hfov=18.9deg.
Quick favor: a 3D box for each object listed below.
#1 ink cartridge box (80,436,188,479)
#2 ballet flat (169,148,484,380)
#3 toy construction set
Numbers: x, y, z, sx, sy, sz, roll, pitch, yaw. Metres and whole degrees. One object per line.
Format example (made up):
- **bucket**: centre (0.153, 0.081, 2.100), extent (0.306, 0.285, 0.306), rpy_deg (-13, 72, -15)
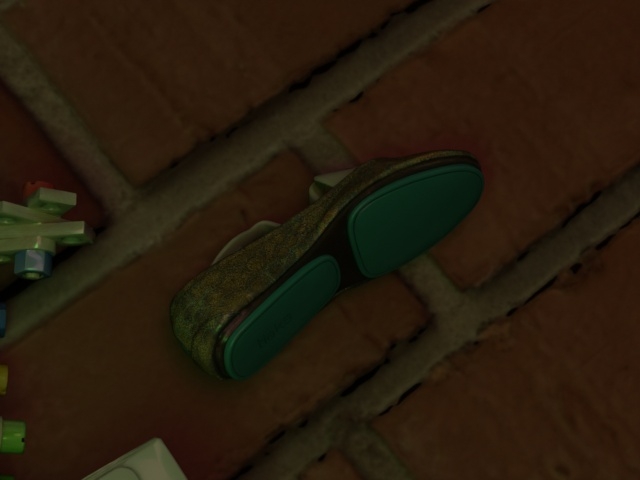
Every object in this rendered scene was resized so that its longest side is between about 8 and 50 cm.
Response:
- **ink cartridge box**: centre (-0.174, 0.297, 1.628), extent (0.168, 0.233, 0.171), rpy_deg (-31, 81, -19)
- **ballet flat**: centre (0.000, 0.000, 1.835), extent (0.348, 0.123, 0.123), rpy_deg (-37, 83, -22)
- **toy construction set**: centre (-0.307, 0.103, 1.672), extent (0.151, 0.215, 0.328), rpy_deg (18, 70, -6)
